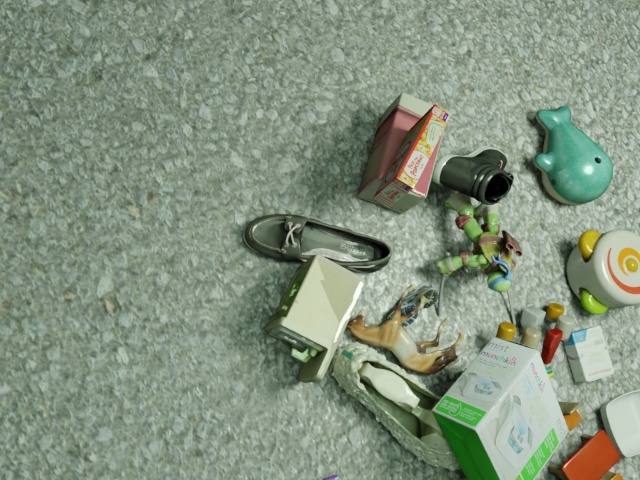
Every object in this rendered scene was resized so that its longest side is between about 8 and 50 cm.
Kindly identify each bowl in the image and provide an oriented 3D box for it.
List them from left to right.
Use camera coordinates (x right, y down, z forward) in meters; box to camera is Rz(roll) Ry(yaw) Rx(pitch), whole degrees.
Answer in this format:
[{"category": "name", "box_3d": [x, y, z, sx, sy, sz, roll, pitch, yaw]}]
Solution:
[{"category": "bowl", "box_3d": [0.757, 0.447, 1.660, 0.142, 0.053, 0.142, -14, 83, -20]}]

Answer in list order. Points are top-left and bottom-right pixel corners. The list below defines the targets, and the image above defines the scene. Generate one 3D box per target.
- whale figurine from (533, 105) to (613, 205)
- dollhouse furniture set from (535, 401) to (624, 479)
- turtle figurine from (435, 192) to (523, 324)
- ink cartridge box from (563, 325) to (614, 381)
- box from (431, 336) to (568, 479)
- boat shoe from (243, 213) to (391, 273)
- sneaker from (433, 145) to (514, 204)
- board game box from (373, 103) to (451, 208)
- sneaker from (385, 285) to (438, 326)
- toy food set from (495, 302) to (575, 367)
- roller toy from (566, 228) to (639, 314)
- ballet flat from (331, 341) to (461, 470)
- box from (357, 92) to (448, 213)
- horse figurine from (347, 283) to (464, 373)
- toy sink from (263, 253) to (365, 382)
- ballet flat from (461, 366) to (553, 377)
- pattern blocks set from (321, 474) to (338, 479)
[{"category": "whale figurine", "box_3d": [0.655, -0.230, 1.743, 0.217, 0.141, 0.271, -11, 80, -19]}, {"category": "dollhouse furniture set", "box_3d": [0.582, 0.539, 1.538, 0.259, 0.135, 0.262, -33, 88, -21]}, {"category": "turtle figurine", "box_3d": [0.364, 0.038, 1.612, 0.198, 0.274, 0.266, -6, 57, 4]}, {"category": "ink cartridge box", "box_3d": [0.661, 0.282, 1.670, 0.089, 0.052, 0.122, -10, 79, -19]}, {"category": "box", "box_3d": [0.387, 0.383, 1.437, 0.231, 0.127, 0.261, -41, 120, -25]}, {"category": "boat shoe", "box_3d": [0.000, 0.000, 1.508, 0.336, 0.095, 0.112, 12, 74, -14]}, {"category": "sneaker", "box_3d": [0.403, -0.149, 1.603, 0.147, 0.104, 0.296, 33, 29, 32]}, {"category": "board game box", "box_3d": [0.192, -0.175, 1.424, 0.045, 0.147, 0.193, 30, 70, -6]}, {"category": "sneaker", "box_3d": [0.208, 0.152, 1.566, 0.135, 0.058, 0.052, -33, 114, -2]}, {"category": "toy food set", "box_3d": [0.516, 0.235, 1.611, 0.232, 0.111, 0.104, -15, 124, -40]}, {"category": "roller toy", "box_3d": [0.737, 0.071, 1.694, 0.191, 0.146, 0.209, -8, 79, -19]}, {"category": "ballet flat", "box_3d": [0.199, 0.370, 1.463, 0.409, 0.147, 0.147, 36, 69, -7]}, {"category": "box", "box_3d": [0.192, -0.202, 1.589, 0.127, 0.148, 0.232, 20, 72, -10]}, {"category": "horse figurine", "box_3d": [0.205, 0.220, 1.521, 0.263, 0.066, 0.174, 43, 92, -16]}, {"category": "toy sink", "box_3d": [-0.028, 0.166, 1.431, 0.131, 0.153, 0.234, 28, 72, -9]}, {"category": "ballet flat", "box_3d": [0.435, 0.335, 1.584, 0.231, 0.077, 0.077, 0, 98, -15]}, {"category": "pattern blocks set", "box_3d": [0.080, 0.648, 1.414, 0.286, 0.026, 0.324, -33, 88, -21]}]
